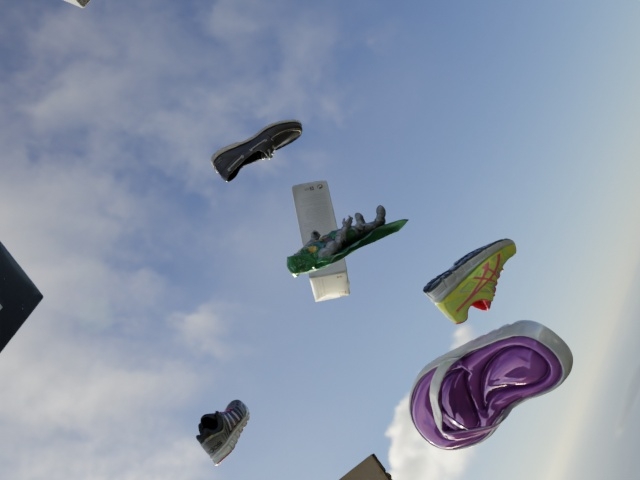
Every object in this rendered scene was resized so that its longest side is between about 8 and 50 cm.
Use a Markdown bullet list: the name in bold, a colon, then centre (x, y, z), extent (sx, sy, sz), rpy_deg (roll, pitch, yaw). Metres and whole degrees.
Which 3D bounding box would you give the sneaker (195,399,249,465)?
- **sneaker**: centre (-0.186, 0.342, 1.299), extent (0.063, 0.075, 0.170), rpy_deg (-39, 10, 21)

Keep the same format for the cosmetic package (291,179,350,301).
- **cosmetic package**: centre (0.000, 0.000, 1.473), extent (0.117, 0.085, 0.231), rpy_deg (79, 180, -59)

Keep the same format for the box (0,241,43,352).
- **box**: centre (-0.753, 0.183, 1.295), extent (0.179, 0.312, 0.343), rpy_deg (60, -167, -21)

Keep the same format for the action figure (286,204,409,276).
- **action figure**: centre (0.023, 0.004, 1.070), extent (0.232, 0.137, 0.063), rpy_deg (-30, -82, -51)

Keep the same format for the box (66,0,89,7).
- **box**: centre (-0.358, -0.447, 1.014), extent (0.170, 0.130, 0.091), rpy_deg (-54, -31, -11)

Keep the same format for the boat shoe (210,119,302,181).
- **boat shoe**: centre (-0.122, -0.182, 1.427), extent (0.206, 0.065, 0.075), rpy_deg (-26, -26, -10)

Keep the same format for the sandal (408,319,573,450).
- **sandal**: centre (0.252, 0.265, 1.174), extent (0.102, 0.169, 0.416), rpy_deg (-42, -13, -41)

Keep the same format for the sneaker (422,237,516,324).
- **sneaker**: centre (0.266, 0.070, 1.166), extent (0.208, 0.094, 0.081), rpy_deg (-32, -2, -28)

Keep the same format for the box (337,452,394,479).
- **box**: centre (0.043, 0.408, 0.909), extent (0.201, 0.164, 0.021), rpy_deg (-41, -18, 10)
